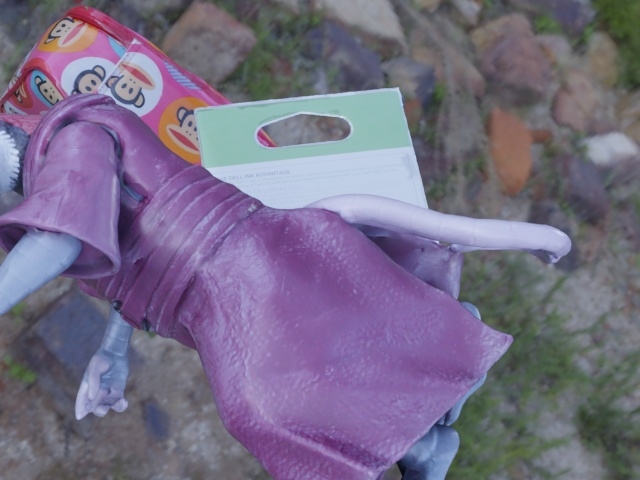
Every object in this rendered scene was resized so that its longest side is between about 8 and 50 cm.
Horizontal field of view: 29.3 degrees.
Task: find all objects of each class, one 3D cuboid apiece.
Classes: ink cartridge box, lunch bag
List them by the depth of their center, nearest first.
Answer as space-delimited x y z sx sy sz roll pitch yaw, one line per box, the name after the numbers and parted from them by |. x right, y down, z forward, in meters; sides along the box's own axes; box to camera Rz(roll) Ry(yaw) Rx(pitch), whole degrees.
0.000 0.000 0.923 0.171 0.056 0.235 -7 58 -8 | ink cartridge box
-0.188 -0.095 1.270 0.293 0.258 0.120 39 69 -16 | lunch bag

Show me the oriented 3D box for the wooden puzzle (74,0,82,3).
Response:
-0.202 -0.208 0.925 0.083 0.049 0.006 22 48 -35 | wooden puzzle

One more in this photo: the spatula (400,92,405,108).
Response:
0.101 -0.177 1.856 0.030 0.296 0.084 -18 84 -4 | spatula

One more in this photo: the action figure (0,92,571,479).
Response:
-0.067 0.004 0.694 0.370 0.275 0.248 36 -2 1 | action figure
